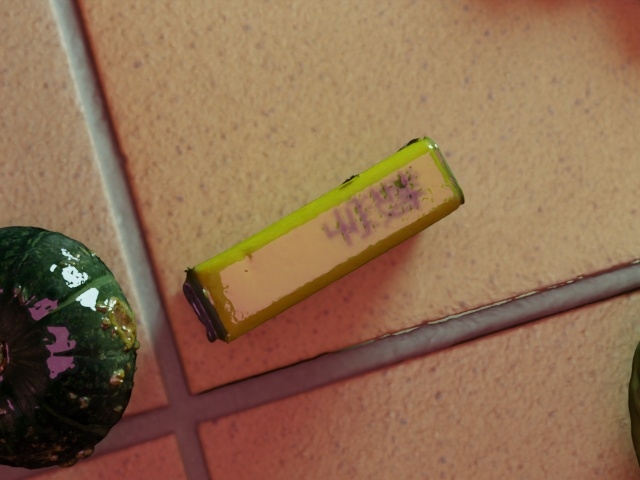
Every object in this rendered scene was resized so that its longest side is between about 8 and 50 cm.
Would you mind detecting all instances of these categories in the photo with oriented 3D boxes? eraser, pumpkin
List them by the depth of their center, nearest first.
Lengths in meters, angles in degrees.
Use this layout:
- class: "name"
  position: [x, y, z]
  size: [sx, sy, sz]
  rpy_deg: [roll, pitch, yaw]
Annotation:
- class: "pumpkin"
  position: [-0.230, 0.083, 1.324]
  size: [0.190, 0.146, 0.190]
  rpy_deg: [0, 106, 0]
- class: "eraser"
  position: [0.000, 0.000, 1.353]
  size: [0.226, 0.158, 0.069]
  rpy_deg: [-30, 89, -8]

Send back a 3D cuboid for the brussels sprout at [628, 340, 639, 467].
- class: "brussels sprout"
  position: [0.413, 0.141, 1.358]
  size: [0.328, 0.247, 0.328]
  rpy_deg: [0, 90, -10]
